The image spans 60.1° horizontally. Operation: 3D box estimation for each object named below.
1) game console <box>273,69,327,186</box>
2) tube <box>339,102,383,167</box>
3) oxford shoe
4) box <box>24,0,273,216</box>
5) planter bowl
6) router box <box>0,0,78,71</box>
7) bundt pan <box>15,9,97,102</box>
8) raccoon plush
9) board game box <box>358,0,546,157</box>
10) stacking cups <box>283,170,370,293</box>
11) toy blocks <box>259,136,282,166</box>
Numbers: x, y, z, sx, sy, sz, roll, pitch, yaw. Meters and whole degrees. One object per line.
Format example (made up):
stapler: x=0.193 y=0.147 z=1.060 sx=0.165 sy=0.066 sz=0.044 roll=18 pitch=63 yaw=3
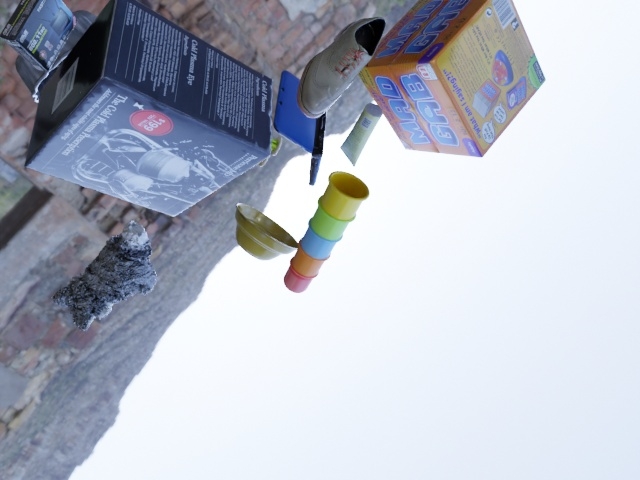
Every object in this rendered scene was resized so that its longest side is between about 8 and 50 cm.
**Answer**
game console: x=-0.072 y=-0.371 z=1.845 sx=0.173 sy=0.250 sz=0.293 roll=9 pitch=-126 yaw=-5
tube: x=0.130 y=-0.349 z=1.824 sx=0.240 sy=0.062 sz=0.070 roll=122 pitch=-20 yaw=-52
oxford shoe: x=0.056 y=-0.480 z=1.489 sx=0.130 sy=0.123 sz=0.348 roll=-3 pitch=-127 yaw=60
box: x=-0.312 y=-0.218 z=1.021 sx=0.343 sy=0.313 sz=0.178 roll=-23 pitch=-121 yaw=42
planter bowl: x=-0.169 y=-0.006 z=1.544 sx=0.090 sy=0.217 sz=0.217 roll=-54 pitch=-147 yaw=9
router box: x=-0.498 y=-0.379 z=0.985 sx=0.038 sy=0.092 sz=0.122 roll=18 pitch=-104 yaw=15
bundt pan: x=-0.772 y=-0.568 z=1.669 sx=0.331 sy=0.124 sz=0.331 roll=-37 pitch=-167 yaw=10
raccoon plush: x=-0.723 y=0.101 z=1.797 sx=0.216 sy=0.446 sz=0.299 roll=43 pitch=-120 yaw=16
board game box: x=0.405 y=-0.522 z=1.737 sx=0.356 sy=0.356 sz=0.356 roll=-49 pitch=-147 yaw=-14
stacking cups: x=0.000 y=0.000 z=1.217 sx=0.096 sy=0.096 sz=0.316 roll=-97 pitch=-152 yaw=-50
toy blocks: x=-0.193 y=-0.258 z=1.442 sx=0.123 sy=0.148 sz=0.054 roll=-32 pitch=-134 yaw=50
